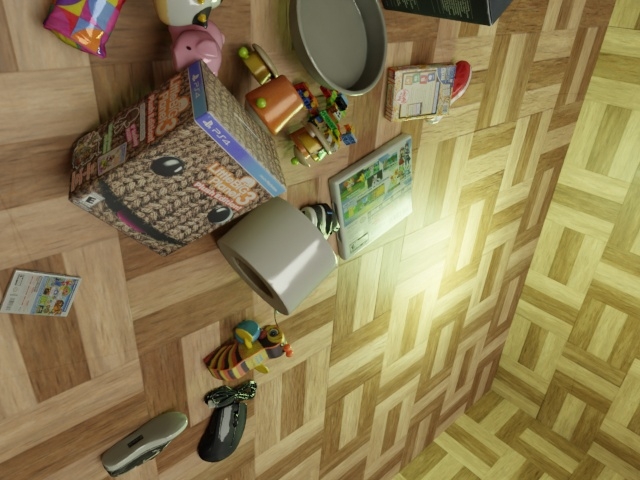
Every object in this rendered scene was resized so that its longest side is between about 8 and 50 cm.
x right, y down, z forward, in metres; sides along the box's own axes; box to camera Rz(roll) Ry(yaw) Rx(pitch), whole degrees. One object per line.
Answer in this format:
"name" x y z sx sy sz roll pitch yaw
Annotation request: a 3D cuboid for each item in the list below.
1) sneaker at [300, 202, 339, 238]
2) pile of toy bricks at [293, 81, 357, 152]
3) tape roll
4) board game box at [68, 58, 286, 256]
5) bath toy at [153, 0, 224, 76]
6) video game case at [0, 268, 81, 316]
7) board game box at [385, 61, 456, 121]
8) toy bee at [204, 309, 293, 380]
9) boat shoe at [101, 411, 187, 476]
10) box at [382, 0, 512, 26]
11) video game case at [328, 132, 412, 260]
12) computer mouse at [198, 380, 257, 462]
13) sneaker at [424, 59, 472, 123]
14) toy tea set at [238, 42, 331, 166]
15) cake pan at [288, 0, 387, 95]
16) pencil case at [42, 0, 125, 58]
"sneaker" 0.000 0.000 1.391 0.121 0.079 0.217 -16 124 -39
"pile of toy bricks" 0.029 -0.332 1.207 0.212 0.118 0.105 49 43 -41
"tape roll" -0.103 0.035 1.172 0.169 0.246 0.246 -45 139 -17
"board game box" -0.250 -0.131 0.880 0.291 0.141 0.232 -27 144 15
"bath toy" -0.205 -0.345 0.837 0.151 0.129 0.348 -49 160 -35
"video game case" -0.533 0.102 0.935 0.122 0.011 0.087 17 100 -51
"board game box" 0.285 -0.425 1.400 0.193 0.045 0.147 -11 125 -17
"toy bee" -0.162 0.281 1.335 0.298 0.162 0.195 -53 139 -8
"boat shoe" -0.444 0.523 1.258 0.219 0.078 0.070 -25 130 -25
"box" 0.341 -0.696 1.126 0.343 0.312 0.179 -50 141 -11
"video game case" 0.169 -0.135 1.524 0.329 0.036 0.300 -34 135 -27
"computer mouse" -0.281 0.560 1.456 0.188 0.072 0.272 3 112 -49
"sneaker" 0.376 -0.476 1.488 0.128 0.087 0.221 32 88 -53
"toy tea set" -0.087 -0.251 1.069 0.124 0.200 0.336 -36 142 3
"cake pan" 0.040 -0.466 1.081 0.293 0.054 0.293 -2 92 -45
"pencil case" -0.333 -0.406 0.756 0.104 0.104 0.236 25 95 -51
